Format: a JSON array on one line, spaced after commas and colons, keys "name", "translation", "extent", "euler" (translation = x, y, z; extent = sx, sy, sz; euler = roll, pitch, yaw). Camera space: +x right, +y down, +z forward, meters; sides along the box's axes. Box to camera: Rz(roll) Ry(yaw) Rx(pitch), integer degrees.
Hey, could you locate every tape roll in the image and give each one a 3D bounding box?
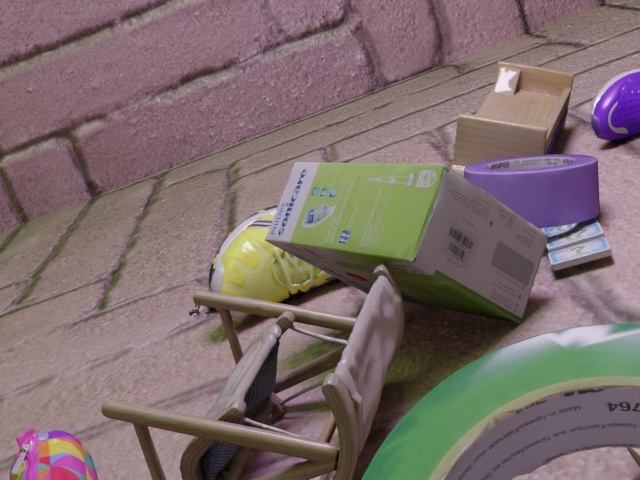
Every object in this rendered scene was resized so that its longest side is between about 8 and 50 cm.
[{"name": "tape roll", "translation": [0.171, 0.196, 0.505], "extent": [0.321, 0.077, 0.321], "euler": [-13, 43, 13]}, {"name": "tape roll", "translation": [0.304, -0.073, 1.293], "extent": [0.188, 0.080, 0.189], "euler": [-6, 12, 1]}]

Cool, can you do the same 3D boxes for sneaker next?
[{"name": "sneaker", "translation": [0.604, -0.252, 1.524], "extent": [0.293, 0.102, 0.146], "euler": [-25, 18, -13]}, {"name": "sneaker", "translation": [0.000, 0.000, 1.401], "extent": [0.384, 0.145, 0.147], "euler": [-30, 19, -22]}]

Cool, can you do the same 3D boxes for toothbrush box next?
[{"name": "toothbrush box", "translation": [0.102, -0.002, 1.125], "extent": [0.283, 0.206, 0.122], "euler": [10, 75, 52]}]

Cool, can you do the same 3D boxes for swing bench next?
[{"name": "swing bench", "translation": [-0.044, 0.162, 0.943], "extent": [0.254, 0.165, 0.253], "euler": [-9, 20, 20]}]

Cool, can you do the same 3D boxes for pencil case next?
[{"name": "pencil case", "translation": [-0.282, 0.284, 0.949], "extent": [0.104, 0.104, 0.236], "euler": [-26, 19, -15]}]

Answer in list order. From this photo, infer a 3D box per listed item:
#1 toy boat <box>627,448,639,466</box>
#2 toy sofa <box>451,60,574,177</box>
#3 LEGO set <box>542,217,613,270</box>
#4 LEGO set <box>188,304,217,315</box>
[{"name": "toy boat", "translation": [0.378, 0.088, 0.687], "extent": [0.318, 0.148, 0.267], "euler": [-31, 20, -28]}, {"name": "toy sofa", "translation": [0.344, -0.183, 1.597], "extent": [0.150, 0.177, 0.362], "euler": [12, 29, 17]}, {"name": "LEGO set", "translation": [0.260, 0.006, 1.229], "extent": [0.244, 0.060, 0.182], "euler": [-17, 14, 15]}, {"name": "LEGO set", "translation": [-0.186, 0.105, 1.498], "extent": [0.083, 0.023, 0.054], "euler": [-16, 18, 14]}]
